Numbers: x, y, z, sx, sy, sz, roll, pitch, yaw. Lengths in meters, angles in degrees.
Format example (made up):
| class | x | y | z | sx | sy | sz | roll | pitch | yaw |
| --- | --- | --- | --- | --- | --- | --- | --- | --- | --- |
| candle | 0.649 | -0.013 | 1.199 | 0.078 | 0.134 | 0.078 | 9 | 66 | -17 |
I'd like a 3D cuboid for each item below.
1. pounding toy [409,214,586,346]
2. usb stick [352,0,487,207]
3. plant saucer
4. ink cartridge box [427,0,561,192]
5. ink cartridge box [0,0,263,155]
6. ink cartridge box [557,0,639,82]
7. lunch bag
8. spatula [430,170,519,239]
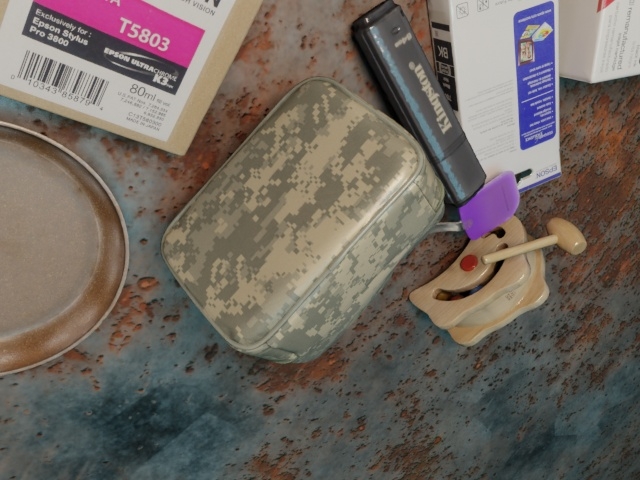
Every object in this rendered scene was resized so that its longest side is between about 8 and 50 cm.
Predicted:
| class | x | y | z | sx | sy | sz | roll | pitch | yaw |
| --- | --- | --- | --- | --- | --- | --- | --- | --- | --- |
| pounding toy | 0.248 | 0.027 | 0.891 | 0.270 | 0.154 | 0.155 | -37 | 127 | 19 |
| usb stick | 0.132 | -0.169 | 0.750 | 0.077 | 0.045 | 0.278 | -40 | 111 | -18 |
| plant saucer | -0.375 | 0.012 | 0.642 | 0.311 | 0.050 | 0.310 | -10 | 118 | -20 |
| ink cartridge box | 0.247 | -0.216 | 0.807 | 0.166 | 0.065 | 0.332 | -22 | 121 | -13 |
| ink cartridge box | -0.203 | -0.211 | 0.556 | 0.235 | 0.088 | 0.193 | 15 | 119 | -35 |
| ink cartridge box | 0.453 | -0.343 | 0.808 | 0.273 | 0.114 | 0.196 | -15 | 119 | -19 |
| lunch bag | 0.000 | 0.000 | 0.714 | 0.305 | 0.212 | 0.256 | -49 | 150 | 3 |
| spatula | 0.148 | -0.009 | 0.845 | 0.297 | 0.030 | 0.084 | -23 | 129 | 10 |
